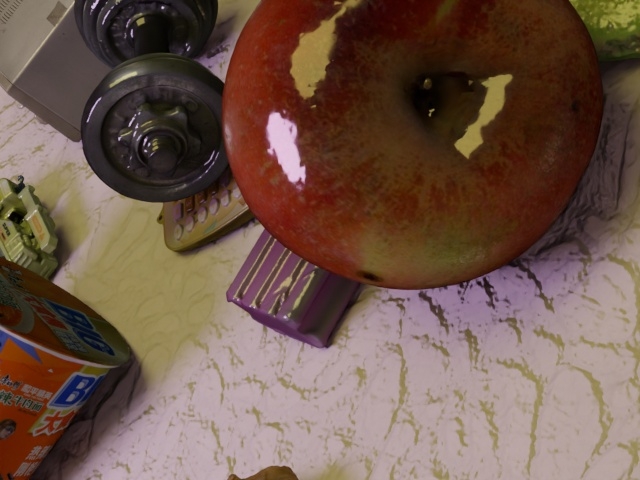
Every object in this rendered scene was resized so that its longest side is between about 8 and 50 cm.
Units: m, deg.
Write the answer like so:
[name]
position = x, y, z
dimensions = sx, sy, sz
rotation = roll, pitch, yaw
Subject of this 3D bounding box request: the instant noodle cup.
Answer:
[instant noodle cup]
position = -0.383, 0.148, 2.010
dimensions = 0.296, 0.296, 0.214
rotation = 38, 101, 52

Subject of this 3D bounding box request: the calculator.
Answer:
[calculator]
position = -0.097, -0.076, 2.072
dimensions = 0.236, 0.033, 0.157
rotation = -31, 44, 28

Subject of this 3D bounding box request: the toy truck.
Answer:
[toy truck]
position = -0.371, -0.011, 2.259
dimensions = 0.100, 0.077, 0.169
rotation = -46, 37, 13

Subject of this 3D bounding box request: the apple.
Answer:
[apple]
position = 0.081, -0.123, 1.704
dimensions = 0.348, 0.348, 0.277
rotation = -57, 1, -6

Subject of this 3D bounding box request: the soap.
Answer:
[soap]
position = 0.000, 0.000, 1.885
dimensions = 0.122, 0.065, 0.203
rotation = 21, 77, 50

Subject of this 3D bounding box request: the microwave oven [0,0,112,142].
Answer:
[microwave oven]
position = -0.346, -0.265, 2.374
dimensions = 0.194, 0.145, 0.240
rotation = -50, 38, 0

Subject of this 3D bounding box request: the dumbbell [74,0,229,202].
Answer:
[dumbbell]
position = -0.192, -0.200, 2.113
dimensions = 0.179, 0.179, 0.406
rotation = -38, 32, 18

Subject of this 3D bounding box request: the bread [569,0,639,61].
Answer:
[bread]
position = 0.303, -0.310, 1.781
dimensions = 0.301, 0.045, 0.301
rotation = -11, 66, 27

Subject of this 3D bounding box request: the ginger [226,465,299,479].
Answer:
[ginger]
position = -0.092, 0.294, 1.751
dimensions = 0.333, 0.081, 0.148
rotation = -16, 67, 38
